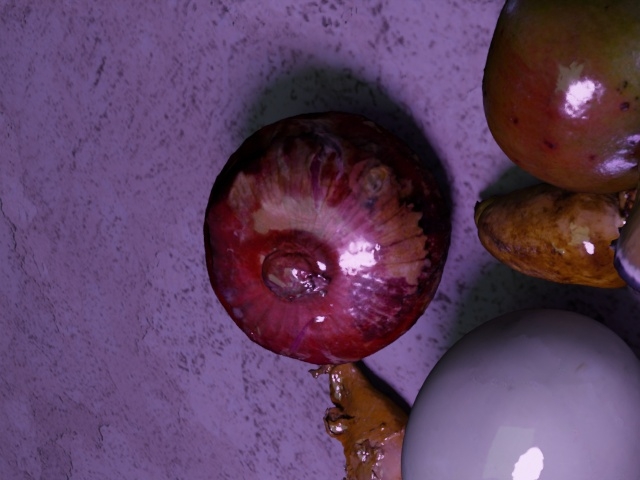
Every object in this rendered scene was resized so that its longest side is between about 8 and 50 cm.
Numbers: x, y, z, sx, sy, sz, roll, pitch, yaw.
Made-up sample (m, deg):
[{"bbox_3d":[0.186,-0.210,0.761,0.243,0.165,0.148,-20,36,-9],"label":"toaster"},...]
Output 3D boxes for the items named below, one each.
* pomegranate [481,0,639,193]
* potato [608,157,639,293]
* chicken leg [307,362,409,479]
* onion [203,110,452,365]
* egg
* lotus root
[{"bbox_3d":[0.195,-0.136,0.797,0.209,0.180,0.180,-110,32,-42],"label":"pomegranate"},{"bbox_3d":[0.324,-0.056,0.629,0.246,0.300,0.196,-128,40,-58],"label":"potato"},{"bbox_3d":[0.048,0.199,1.150,0.207,0.085,0.101,58,148,16],"label":"chicken leg"},{"bbox_3d":[0.000,0.000,1.013,0.246,0.190,0.246,7,109,22],"label":"onion"},{"bbox_3d":[0.173,0.179,0.930,0.203,0.203,0.282,40,137,21],"label":"egg"},{"bbox_3d":[0.194,-0.007,0.903,0.191,0.108,0.094,-4,66,52],"label":"lotus root"}]
